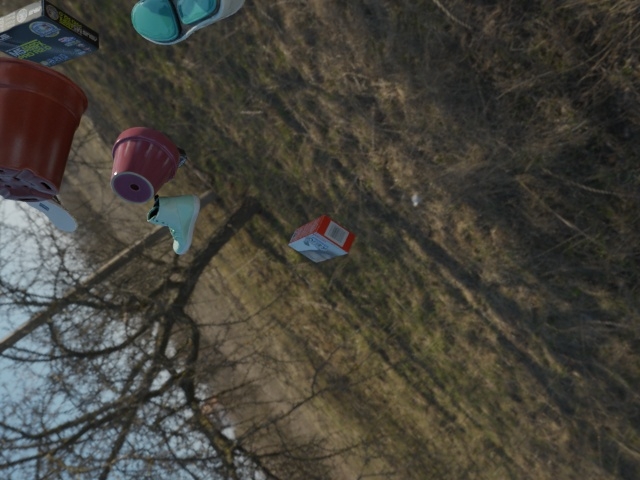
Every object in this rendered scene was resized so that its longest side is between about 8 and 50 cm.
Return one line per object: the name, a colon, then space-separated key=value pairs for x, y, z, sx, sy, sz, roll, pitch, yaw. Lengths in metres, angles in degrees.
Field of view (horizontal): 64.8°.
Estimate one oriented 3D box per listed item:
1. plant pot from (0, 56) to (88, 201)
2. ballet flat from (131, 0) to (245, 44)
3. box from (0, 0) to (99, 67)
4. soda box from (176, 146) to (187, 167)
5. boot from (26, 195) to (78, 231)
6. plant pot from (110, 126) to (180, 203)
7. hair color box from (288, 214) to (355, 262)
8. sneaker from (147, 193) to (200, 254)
plant pot: x=-0.732 y=-0.251 z=1.230 sx=0.272 sy=0.273 sz=0.264 roll=112 pitch=158 yaw=-70
ballet flat: x=-0.348 y=-0.610 z=1.345 sx=0.401 sy=0.139 sz=0.139 roll=7 pitch=136 yaw=41
box: x=-0.892 y=-0.649 z=1.612 sx=0.216 sy=0.270 sz=0.060 roll=17 pitch=-114 yaw=-68
soda box: x=-0.589 y=-0.339 z=1.897 sx=0.169 sy=0.053 sz=0.060 roll=24 pitch=-150 yaw=-47
boot: x=-0.860 y=-0.108 z=1.641 sx=0.190 sy=0.069 sz=0.086 roll=41 pitch=-166 yaw=-12
plant pot: x=-0.557 y=-0.220 z=1.563 sx=0.201 sy=0.202 sz=0.180 roll=69 pitch=-162 yaw=-44
hair color box: x=0.000 y=0.000 z=1.203 sx=0.093 sy=0.053 sz=0.167 roll=33 pitch=159 yaw=-16
sneaker: x=-0.493 y=-0.054 z=1.644 sx=0.255 sy=0.151 sz=0.094 roll=-65 pitch=37 yaw=39
